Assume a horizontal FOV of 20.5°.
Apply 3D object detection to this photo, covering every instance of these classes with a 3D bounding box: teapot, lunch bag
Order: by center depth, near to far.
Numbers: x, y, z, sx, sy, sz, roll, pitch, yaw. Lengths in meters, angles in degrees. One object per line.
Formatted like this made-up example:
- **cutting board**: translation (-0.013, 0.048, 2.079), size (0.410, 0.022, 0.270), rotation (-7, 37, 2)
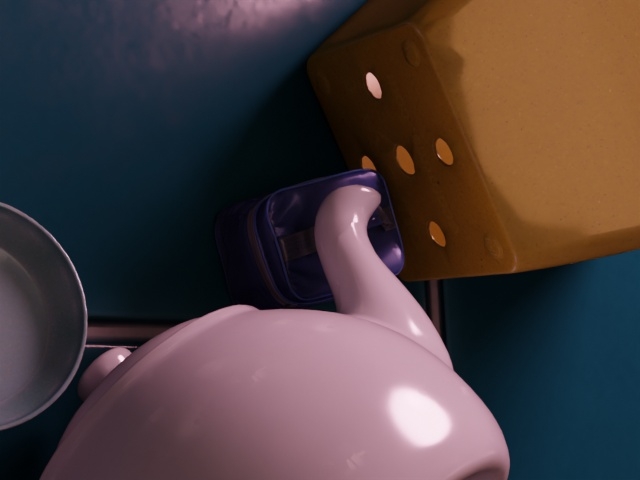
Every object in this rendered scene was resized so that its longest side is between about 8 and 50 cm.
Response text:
- **teapot**: translation (-0.050, 0.125, 0.841), size (0.187, 0.252, 0.256), rotation (40, 28, 19)
- **lunch bag**: translation (0.000, 0.000, 0.972), size (0.098, 0.065, 0.067), rotation (-18, 92, -37)

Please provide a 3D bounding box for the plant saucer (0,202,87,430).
- **plant saucer**: translation (-0.173, 0.037, 0.853), size (0.119, 0.021, 0.119), rotation (9, 67, -23)

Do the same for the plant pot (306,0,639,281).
- **plant pot**: translation (0.121, -0.081, 0.999), size (0.187, 0.212, 0.212), rotation (-27, 98, -24)
